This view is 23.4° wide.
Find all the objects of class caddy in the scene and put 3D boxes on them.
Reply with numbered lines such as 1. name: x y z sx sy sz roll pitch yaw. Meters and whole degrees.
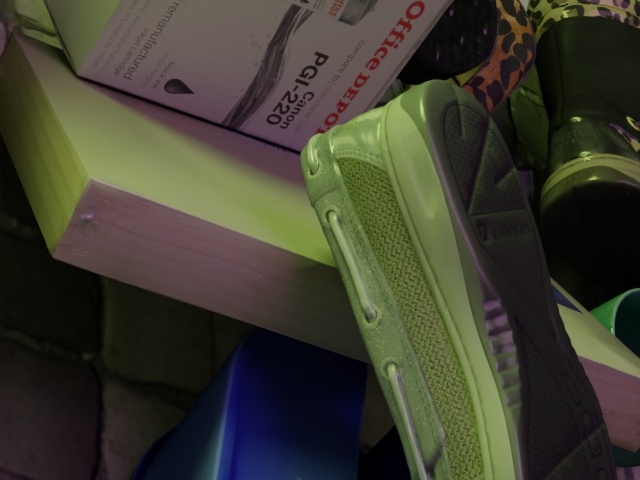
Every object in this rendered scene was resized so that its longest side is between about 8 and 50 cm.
1. caddy: 0.003 0.205 0.890 0.241 0.179 0.341 24 34 -12

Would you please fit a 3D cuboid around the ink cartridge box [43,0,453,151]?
1. ink cartridge box: -0.044 -0.159 1.018 0.218 0.158 0.092 15 33 -39

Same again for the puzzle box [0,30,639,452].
1. puzzle box: 0.000 0.000 0.984 0.409 0.052 0.272 21 14 -26

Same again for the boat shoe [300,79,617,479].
1. boat shoe: 0.072 0.080 0.802 0.118 0.103 0.320 -5 77 -57

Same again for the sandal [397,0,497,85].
1. sandal: 0.012 -0.329 1.166 0.167 0.107 0.446 -13 90 -48

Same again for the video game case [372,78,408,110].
1. video game case: 0.044 -0.192 1.313 0.173 0.022 0.190 -1 64 -43

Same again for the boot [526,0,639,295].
1. boot: 0.316 -0.055 1.393 0.377 0.138 0.284 30 41 -34

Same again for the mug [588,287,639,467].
1. mug: 0.235 0.106 1.238 0.158 0.097 0.129 47 42 -9

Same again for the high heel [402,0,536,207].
1. high heel: 0.088 -0.149 1.231 0.186 0.093 0.261 8 67 -48
